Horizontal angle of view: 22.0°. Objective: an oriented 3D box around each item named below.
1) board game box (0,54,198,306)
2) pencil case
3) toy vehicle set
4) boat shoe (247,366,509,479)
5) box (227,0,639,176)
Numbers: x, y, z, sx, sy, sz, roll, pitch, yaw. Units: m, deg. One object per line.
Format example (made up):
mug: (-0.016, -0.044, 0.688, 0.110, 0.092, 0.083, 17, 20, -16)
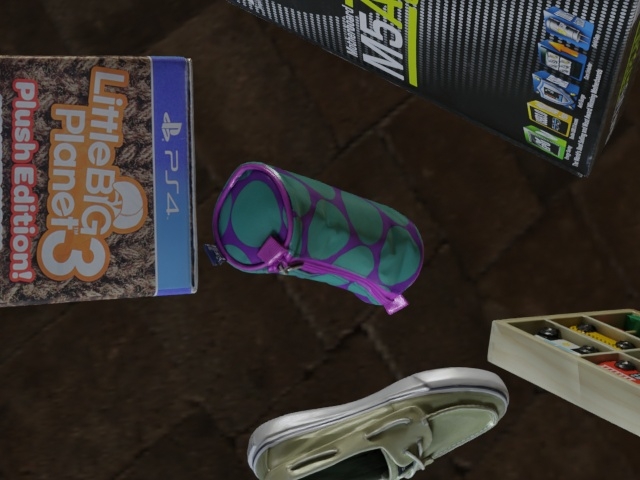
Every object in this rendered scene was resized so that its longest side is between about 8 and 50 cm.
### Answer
board game box: (-0.255, -0.036, 0.984, 0.291, 0.232, 0.141, -3, 94, -32)
pencil case: (0.000, 0.000, 0.998, 0.152, 0.064, 0.070, 15, 49, -53)
toy vehicle set: (0.281, 0.114, 1.290, 0.166, 0.267, 0.035, -3, 108, -37)
boat shoe: (0.072, 0.226, 1.822, 0.302, 0.094, 0.109, -15, 134, -9)
box: (0.037, -0.113, 0.621, 0.184, 0.190, 0.045, 26, 73, 11)
